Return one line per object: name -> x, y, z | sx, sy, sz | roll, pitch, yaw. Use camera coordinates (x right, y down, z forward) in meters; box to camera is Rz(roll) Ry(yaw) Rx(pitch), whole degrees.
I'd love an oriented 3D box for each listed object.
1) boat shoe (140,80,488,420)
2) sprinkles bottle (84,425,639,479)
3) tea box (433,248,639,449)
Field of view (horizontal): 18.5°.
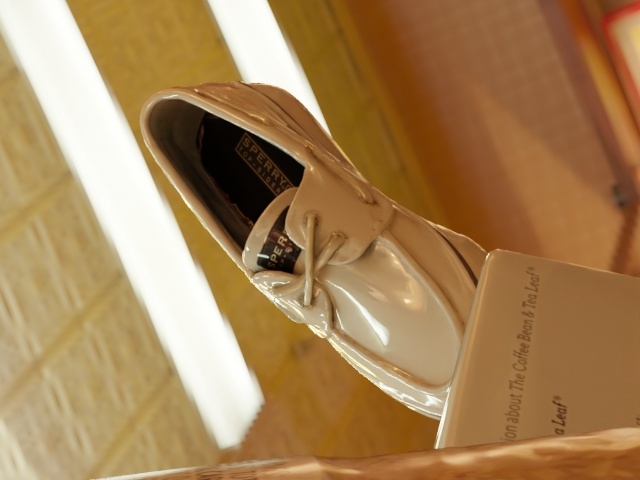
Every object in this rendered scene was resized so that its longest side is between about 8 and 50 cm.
boat shoe -> 0.000, 0.000, 1.036 | 0.088, 0.096, 0.267 | 2, -141, -48
sprinkles bottle -> -0.040, 0.096, 0.310 | 0.121, 0.355, 0.121 | 174, 90, -84
tea box -> 0.103, 0.236, 0.596 | 0.329, 0.220, 0.323 | -70, -7, -58
